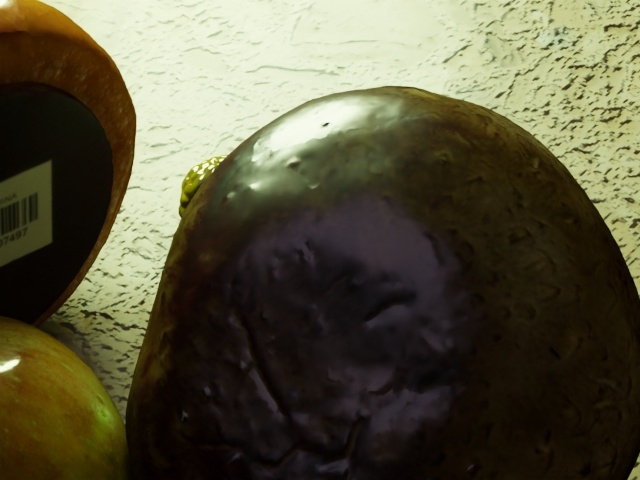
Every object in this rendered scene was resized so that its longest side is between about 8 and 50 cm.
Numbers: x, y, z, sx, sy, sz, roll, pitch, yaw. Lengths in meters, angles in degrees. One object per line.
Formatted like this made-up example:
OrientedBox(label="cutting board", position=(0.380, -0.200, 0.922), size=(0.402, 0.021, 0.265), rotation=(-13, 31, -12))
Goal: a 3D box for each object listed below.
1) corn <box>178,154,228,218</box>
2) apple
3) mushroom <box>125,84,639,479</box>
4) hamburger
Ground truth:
OrientedBox(label="corn", position=(0.000, 0.000, 1.280), size=(0.231, 0.080, 0.080), rotation=(20, 60, 25))
OrientedBox(label="apple", position=(-0.225, 0.167, 1.138), size=(0.237, 0.207, 0.237), rotation=(-17, 30, 10))
OrientedBox(label="mushroom", position=(0.039, 0.081, 1.100), size=(0.345, 0.345, 0.239), rotation=(6, 12, 21))
OrientedBox(label="hamburger", position=(-0.316, -0.062, 1.260), size=(0.330, 0.330, 0.250), rotation=(-40, 57, -17))
